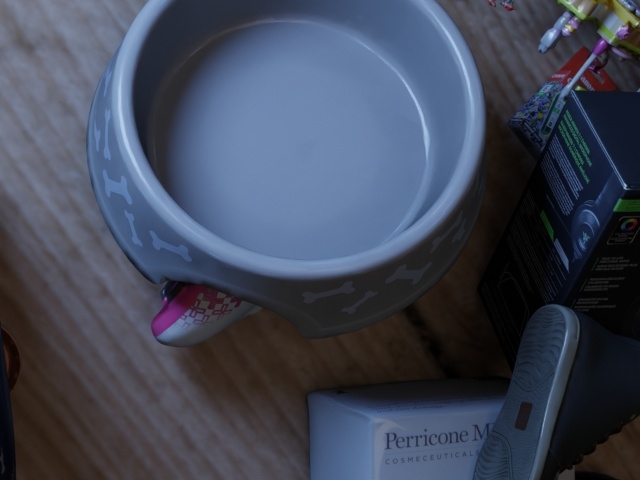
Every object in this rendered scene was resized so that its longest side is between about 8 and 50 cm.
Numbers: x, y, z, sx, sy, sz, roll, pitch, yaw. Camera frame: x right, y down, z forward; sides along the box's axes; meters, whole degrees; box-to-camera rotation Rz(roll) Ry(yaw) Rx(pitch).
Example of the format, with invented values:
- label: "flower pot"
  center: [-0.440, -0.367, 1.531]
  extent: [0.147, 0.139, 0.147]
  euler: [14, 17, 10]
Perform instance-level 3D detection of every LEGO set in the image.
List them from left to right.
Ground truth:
- label: "LEGO set"
  center: [0.234, -0.198, 1.409]
  extent: [0.287, 0.132, 0.107]
  euler: [29, 112, -18]

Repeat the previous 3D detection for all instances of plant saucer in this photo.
- label: "plant saucer"
  center: [-0.301, 0.108, 1.290]
  extent: [0.084, 0.013, 0.083]
  euler: [-3, 98, -20]

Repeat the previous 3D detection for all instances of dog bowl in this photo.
- label: "dog bowl"
  center: [-0.021, -0.097, 1.243]
  extent: [0.349, 0.102, 0.348]
  euler: [3, 69, -7]

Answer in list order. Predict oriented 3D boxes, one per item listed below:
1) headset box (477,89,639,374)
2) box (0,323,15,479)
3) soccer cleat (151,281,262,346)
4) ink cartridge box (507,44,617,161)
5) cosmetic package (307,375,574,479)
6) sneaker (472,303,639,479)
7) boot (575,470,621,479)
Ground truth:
- label: "headset box"
  center: [0.315, -0.005, 1.370]
  extent: [0.246, 0.131, 0.283]
  euler: [0, 135, -21]
- label: "box"
  center: [-0.331, 0.093, 1.115]
  extent: [0.183, 0.296, 0.294]
  euler: [-8, 99, -11]
- label: "soccer cleat"
  center: [0.000, 0.000, 1.331]
  extent: [0.331, 0.116, 0.143]
  euler: [-45, 98, -12]
- label: "ink cartridge box"
  center: [0.244, -0.131, 1.460]
  extent: [0.115, 0.029, 0.063]
  euler: [-46, 109, -10]
- label: "cosmetic package"
  center: [0.113, 0.328, 1.393]
  extent: [0.217, 0.156, 0.384]
  euler: [-5, 97, -22]
- label: "sneaker"
  center: [0.216, 0.176, 1.297]
  extent: [0.118, 0.083, 0.222]
  euler: [20, 89, -28]
- label: "boot"
  center: [0.323, 0.290, 1.510]
  extent: [0.219, 0.082, 0.106]
  euler: [3, 97, -19]
